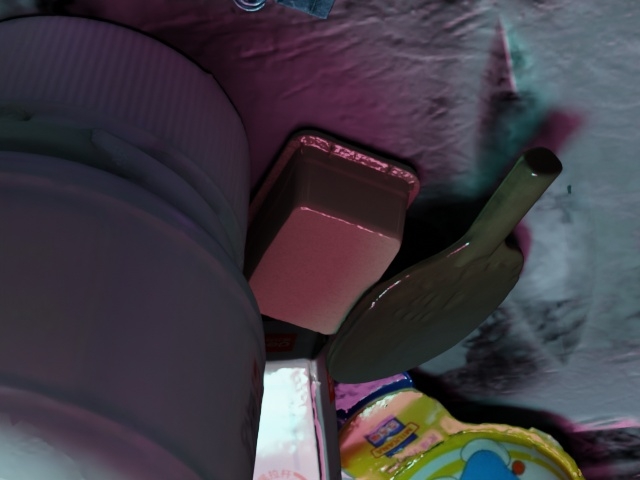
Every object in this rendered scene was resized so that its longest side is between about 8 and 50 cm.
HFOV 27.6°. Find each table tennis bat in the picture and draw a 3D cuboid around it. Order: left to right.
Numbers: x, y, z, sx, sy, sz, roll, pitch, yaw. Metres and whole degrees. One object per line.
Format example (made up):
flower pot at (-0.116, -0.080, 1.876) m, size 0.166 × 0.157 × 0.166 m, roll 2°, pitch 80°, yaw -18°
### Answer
table tennis bat at (0.083, 0.024, 0.817) m, size 0.131 × 0.022 × 0.234 m, roll -9°, pitch 148°, yaw -34°

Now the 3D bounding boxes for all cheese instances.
cheese at (0.096, 0.188, 0.977) m, size 0.177 × 0.069 × 0.270 m, roll -39°, pitch 108°, yaw 16°

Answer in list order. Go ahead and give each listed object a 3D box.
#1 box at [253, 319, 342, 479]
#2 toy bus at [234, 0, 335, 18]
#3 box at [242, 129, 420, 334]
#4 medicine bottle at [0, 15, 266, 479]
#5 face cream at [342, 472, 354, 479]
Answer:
box at (-0.119, 0.134, 0.913) m, size 0.269 × 0.079 × 0.135 m, roll -3°, pitch 109°, yaw 8°
toy bus at (-0.064, -0.165, 0.654) m, size 0.166 × 0.047 × 0.065 m, roll 16°, pitch 131°, yaw -11°
box at (0.000, 0.000, 0.808) m, size 0.089 × 0.062 × 0.122 m, roll 19°, pitch 134°, yaw -15°
medicine bottle at (-0.155, 0.059, 0.695) m, size 0.256 × 0.324 × 0.256 m, roll 2°, pitch 135°, yaw 2°
face cream at (0.030, 0.329, 1.137) m, size 0.235 × 0.137 × 0.420 m, roll 4°, pitch 125°, yaw 3°
